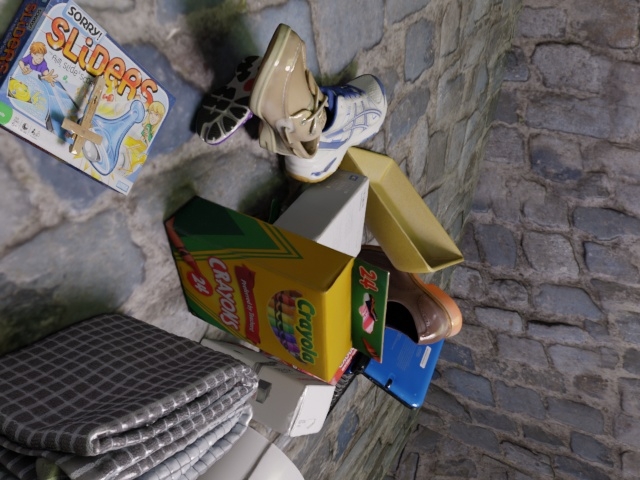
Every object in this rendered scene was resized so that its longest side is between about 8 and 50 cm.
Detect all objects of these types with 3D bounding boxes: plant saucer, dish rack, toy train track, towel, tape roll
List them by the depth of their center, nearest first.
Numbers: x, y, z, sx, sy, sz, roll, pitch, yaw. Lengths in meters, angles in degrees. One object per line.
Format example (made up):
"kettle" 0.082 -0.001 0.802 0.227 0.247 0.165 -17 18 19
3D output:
"toy train track" -0.238 -0.126 0.576 0.048 0.014 0.083 29 77 -59
"towel" -0.237 0.183 0.643 0.284 0.235 0.121 -16 120 -63
"tape roll" -0.168 0.434 0.981 0.169 0.246 0.246 -51 150 -37
"plant saucer" 0.179 -0.057 1.336 0.081 0.332 0.333 -39 166 22
"dish rack" 0.056 0.358 1.561 0.208 0.074 0.271 -46 162 -45

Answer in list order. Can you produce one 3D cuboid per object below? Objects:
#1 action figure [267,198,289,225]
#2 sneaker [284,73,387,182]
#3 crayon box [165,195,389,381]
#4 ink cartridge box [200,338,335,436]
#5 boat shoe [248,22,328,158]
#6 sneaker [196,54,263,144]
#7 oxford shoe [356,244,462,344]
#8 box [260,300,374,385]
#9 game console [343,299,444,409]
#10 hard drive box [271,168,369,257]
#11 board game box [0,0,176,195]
"action figure" -0.101 0.047 1.047 0.232 0.064 0.137 -65 160 -1
"sneaker" 0.037 -0.237 1.047 0.296 0.112 0.131 -54 152 -32
"crayon box" -0.063 0.077 0.823 0.081 0.319 0.202 -49 149 -39
"ink cartridge box" -0.103 0.257 1.008 0.092 0.218 0.158 -67 157 -6
"boat shoe" -0.034 -0.192 0.799 0.302 0.098 0.109 106 7 -77
"sneaker" -0.112 -0.191 0.822 0.170 0.068 0.071 -56 159 -29
"oxford shoe" 0.160 0.118 1.351 0.133 0.364 0.129 -19 124 -30
"box" 0.000 0.222 1.278 0.257 0.123 0.128 -47 122 -41
"game console" 0.139 0.276 1.410 0.173 0.250 0.293 -55 179 40
"hard drive box" 0.000 0.000 1.041 0.232 0.089 0.181 -52 153 -48
"board game box" -0.247 -0.146 0.601 0.136 0.035 0.201 -66 156 -8
